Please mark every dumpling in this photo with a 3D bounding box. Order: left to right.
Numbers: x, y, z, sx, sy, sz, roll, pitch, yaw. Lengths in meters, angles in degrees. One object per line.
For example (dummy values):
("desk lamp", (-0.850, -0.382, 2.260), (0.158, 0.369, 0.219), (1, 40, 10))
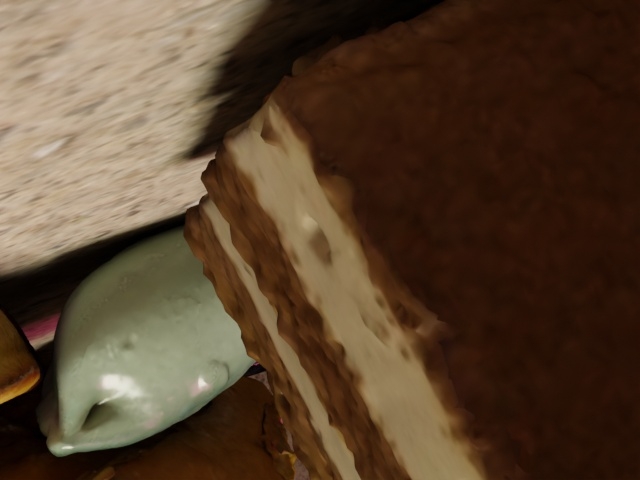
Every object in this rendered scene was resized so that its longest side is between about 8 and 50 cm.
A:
("dumpling", (-0.098, 0.060, 0.913), (0.217, 0.105, 0.149), (-42, 172, -33))

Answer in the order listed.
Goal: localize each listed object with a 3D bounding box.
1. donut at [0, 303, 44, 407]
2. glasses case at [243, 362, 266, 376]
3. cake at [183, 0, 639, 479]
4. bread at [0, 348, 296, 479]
("donut", (-0.233, 0.077, 0.814), (0.166, 0.073, 0.184), (-22, 175, 4))
("glasses case", (-0.047, 0.131, 2.028), (0.267, 0.067, 0.103), (-18, 172, -23))
("cake", (0.114, 0.023, 0.616), (0.256, 0.282, 0.290), (-26, 172, -17))
("bread", (-0.191, 0.196, 0.971), (0.358, 0.204, 0.337), (-4, -168, 0))
